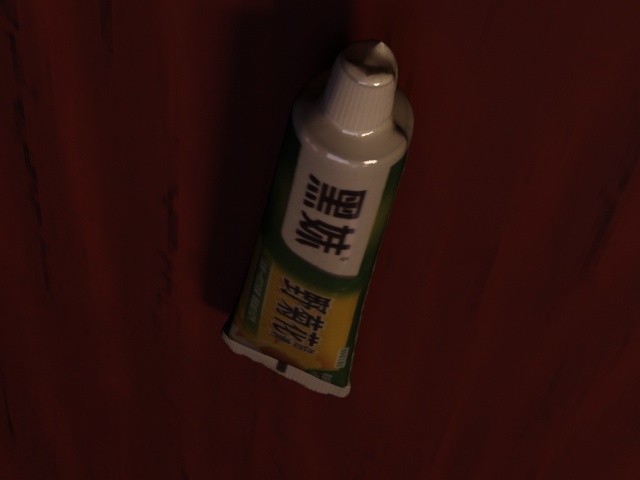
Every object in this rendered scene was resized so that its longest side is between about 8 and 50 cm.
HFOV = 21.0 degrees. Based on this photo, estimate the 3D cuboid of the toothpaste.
[{"bbox_3d":[0.000,0.000,0.501,0.049,0.031,0.204,25,154,4],"label":"toothpaste"}]
